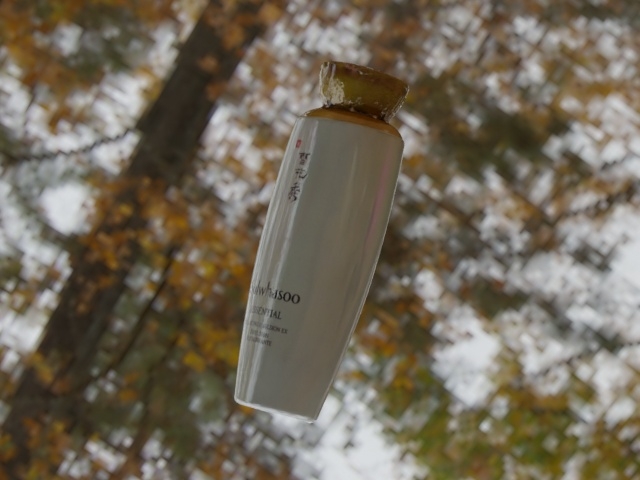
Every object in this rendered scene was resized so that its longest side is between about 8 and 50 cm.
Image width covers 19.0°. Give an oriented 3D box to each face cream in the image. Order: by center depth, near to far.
[{"bbox_3d":[0.000,0.000,0.972,0.051,0.182,0.072,20,174,-40],"label":"face cream"}]
